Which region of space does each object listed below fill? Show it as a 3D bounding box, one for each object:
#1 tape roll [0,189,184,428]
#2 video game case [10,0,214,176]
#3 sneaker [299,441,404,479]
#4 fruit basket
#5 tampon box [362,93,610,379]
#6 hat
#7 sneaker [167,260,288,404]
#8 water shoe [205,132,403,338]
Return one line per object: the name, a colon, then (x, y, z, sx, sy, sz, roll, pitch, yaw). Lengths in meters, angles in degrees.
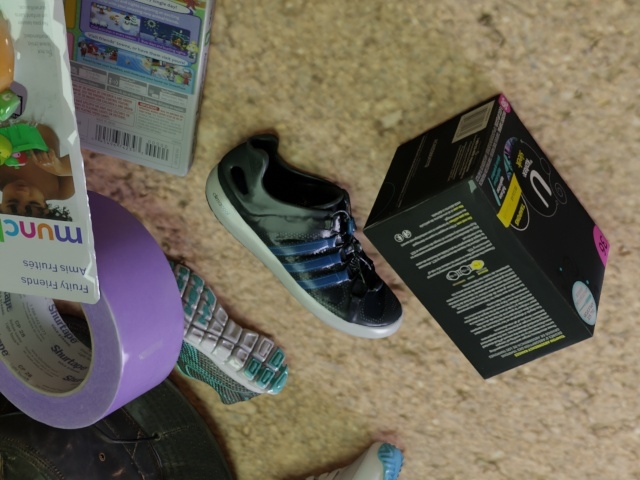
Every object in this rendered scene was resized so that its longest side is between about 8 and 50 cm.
tape roll: (-0.211, 0.057, 1.325, 0.189, 0.080, 0.189, 16, 118, 33)
video game case: (-0.192, -0.158, 1.237, 0.212, 0.023, 0.193, 17, 129, 6)
sneaker: (-0.007, 0.257, 1.451, 0.092, 0.087, 0.229, 40, 122, 4)
fruit basket: (-0.338, -0.112, 1.182, 0.327, 0.165, 0.353, 7, 117, 15)
tampon box: (0.130, -0.002, 1.190, 0.101, 0.120, 0.161, -26, 115, 32)
hat: (-0.243, 0.233, 1.478, 0.331, 0.134, 0.331, 8, 127, 11)
sneaker: (-0.110, 0.087, 1.373, 0.166, 0.065, 0.076, 44, 131, -14)
water shoe: (0.000, 0.000, 1.264, 0.203, 0.073, 0.080, 39, 125, -13)
